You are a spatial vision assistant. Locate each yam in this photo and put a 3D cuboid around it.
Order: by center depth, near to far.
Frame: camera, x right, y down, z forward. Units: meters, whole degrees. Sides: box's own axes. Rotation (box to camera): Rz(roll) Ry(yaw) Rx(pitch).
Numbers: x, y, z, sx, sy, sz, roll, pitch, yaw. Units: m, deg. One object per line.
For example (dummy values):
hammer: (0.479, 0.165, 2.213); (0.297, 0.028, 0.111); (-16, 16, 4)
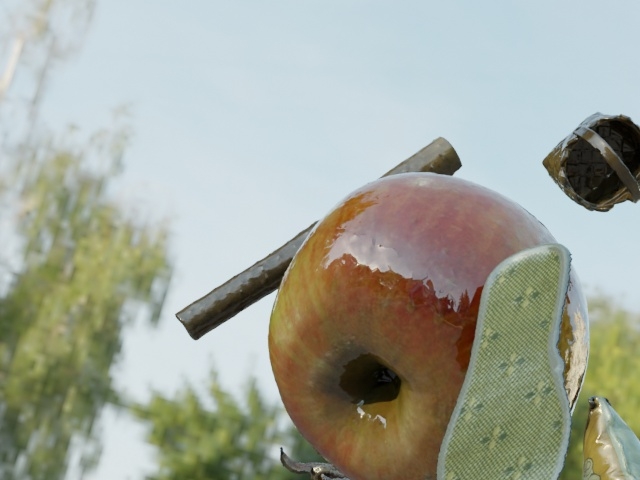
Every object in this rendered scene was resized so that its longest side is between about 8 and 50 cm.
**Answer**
yam: (0.000, 0.000, 1.820); (0.045, 0.327, 0.045); (45, -15, 48)

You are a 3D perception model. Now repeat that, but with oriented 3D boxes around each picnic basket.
picnic basket: (0.400, -0.109, 2.528); (0.128, 0.138, 0.178); (47, 0, -9)

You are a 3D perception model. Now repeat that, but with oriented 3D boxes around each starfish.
starfish: (0.052, 0.319, 2.236); (0.238, 0.057, 0.213); (35, 9, -15)

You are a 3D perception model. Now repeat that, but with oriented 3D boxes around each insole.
insole: (0.141, 0.105, 1.337); (0.109, 0.322, 0.007); (-19, -58, 26)

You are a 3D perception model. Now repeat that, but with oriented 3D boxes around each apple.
apple: (0.106, 0.082, 1.616); (0.301, 0.301, 0.301); (15, -13, 4)

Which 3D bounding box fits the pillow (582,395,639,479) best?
pillow: (0.424, 0.408, 2.387); (0.119, 0.310, 0.312); (-20, -46, -1)
